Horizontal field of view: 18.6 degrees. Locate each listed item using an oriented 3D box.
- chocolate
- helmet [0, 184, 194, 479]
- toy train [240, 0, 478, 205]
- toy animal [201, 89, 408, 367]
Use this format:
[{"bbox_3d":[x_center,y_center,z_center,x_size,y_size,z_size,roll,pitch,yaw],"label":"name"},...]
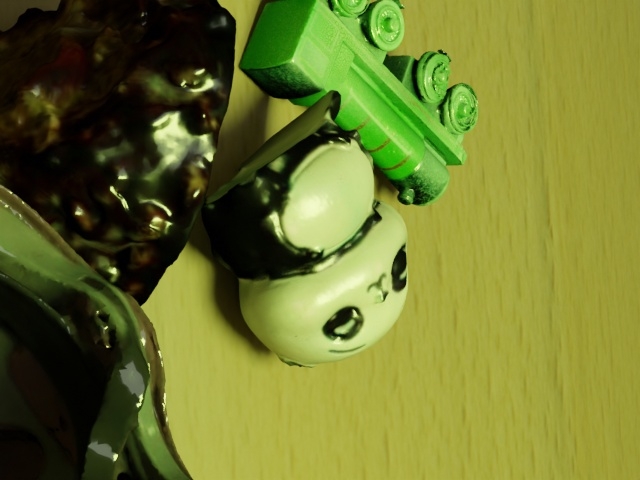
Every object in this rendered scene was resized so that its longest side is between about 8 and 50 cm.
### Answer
[{"bbox_3d":[-0.174,-0.084,1.233,0.177,0.224,0.206,17,106,-23],"label":"chocolate"},{"bbox_3d":[-0.220,0.139,1.095,0.271,0.197,0.338,-15,65,-44],"label":"helmet"},{"bbox_3d":[0.039,-0.124,1.587,0.251,0.085,0.119,42,59,-40],"label":"toy train"},{"bbox_3d":[0.000,0.000,1.465,0.166,0.138,0.179,-35,109,-30],"label":"toy animal"}]
